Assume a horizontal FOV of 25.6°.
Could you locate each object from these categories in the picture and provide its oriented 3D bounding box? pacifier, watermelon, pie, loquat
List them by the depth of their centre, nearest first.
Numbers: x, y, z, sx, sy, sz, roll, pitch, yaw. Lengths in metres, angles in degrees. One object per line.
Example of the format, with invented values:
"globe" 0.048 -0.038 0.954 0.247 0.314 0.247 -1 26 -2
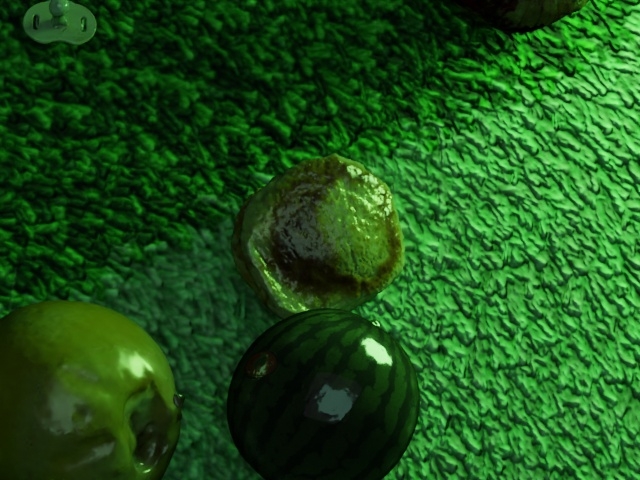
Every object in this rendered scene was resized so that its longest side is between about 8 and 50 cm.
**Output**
"loquat" -0.268 0.176 1.475 0.244 0.244 0.244 2 81 -11
"watermelon" 0.005 0.176 1.528 0.212 0.212 0.212 2 81 -11
"pacifier" -0.298 -0.259 1.611 0.083 0.064 0.068 2 63 -11
"pie" 0.000 0.000 1.616 0.205 0.084 0.179 -24 86 -16

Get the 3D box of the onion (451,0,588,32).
"onion" 0.236 -0.369 1.666 0.246 0.190 0.246 -2 99 -14
